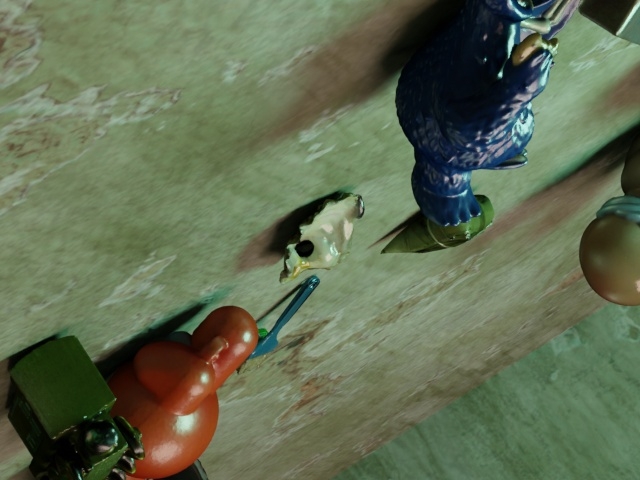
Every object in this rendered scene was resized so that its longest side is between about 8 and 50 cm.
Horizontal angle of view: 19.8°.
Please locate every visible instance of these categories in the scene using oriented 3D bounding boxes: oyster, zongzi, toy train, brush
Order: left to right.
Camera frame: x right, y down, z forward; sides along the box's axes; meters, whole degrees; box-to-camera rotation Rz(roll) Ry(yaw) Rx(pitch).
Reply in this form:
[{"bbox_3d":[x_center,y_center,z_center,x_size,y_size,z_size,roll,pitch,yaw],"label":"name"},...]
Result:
[{"bbox_3d":[-0.243,0.183,1.756,0.090,0.137,0.225,-31,172,-22],"label":"toy train"},{"bbox_3d":[-0.047,0.096,2.087,0.051,0.014,0.164,-20,153,-53],"label":"brush"},{"bbox_3d":[0.000,0.000,1.817,0.122,0.045,0.146,-31,160,13],"label":"oyster"},{"bbox_3d":[0.135,-0.013,2.086,0.113,0.052,0.104,-23,178,27],"label":"zongzi"}]

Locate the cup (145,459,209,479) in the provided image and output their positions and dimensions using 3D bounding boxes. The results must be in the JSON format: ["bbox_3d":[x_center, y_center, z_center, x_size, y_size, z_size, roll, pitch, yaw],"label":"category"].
[{"bbox_3d":[-0.258,0.348,2.247,0.203,0.203,0.288,-26,173,-22],"label":"cup"}]

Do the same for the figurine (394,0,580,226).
[{"bbox_3d":[0.126,-0.137,1.465,0.164,0.121,0.262,-55,166,-51],"label":"figurine"}]

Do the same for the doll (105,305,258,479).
[{"bbox_3d":[-0.172,0.180,1.910,0.290,0.130,0.161,-50,173,26],"label":"doll"}]

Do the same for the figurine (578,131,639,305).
[{"bbox_3d":[0.531,-0.052,2.259,0.388,0.248,0.277,-7,173,37],"label":"figurine"}]

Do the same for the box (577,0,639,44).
[{"bbox_3d":[0.325,-0.240,1.536,0.180,0.047,0.325,-59,159,14],"label":"box"}]

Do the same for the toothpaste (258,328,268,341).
[{"bbox_3d":[-0.086,0.117,2.116,0.020,0.017,0.083,-37,165,25],"label":"toothpaste"}]
